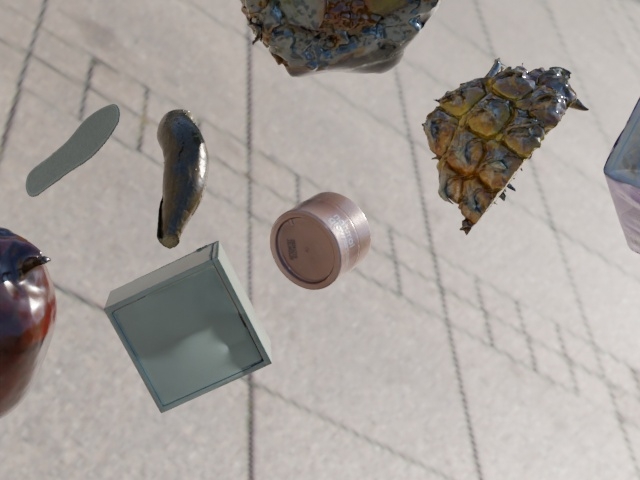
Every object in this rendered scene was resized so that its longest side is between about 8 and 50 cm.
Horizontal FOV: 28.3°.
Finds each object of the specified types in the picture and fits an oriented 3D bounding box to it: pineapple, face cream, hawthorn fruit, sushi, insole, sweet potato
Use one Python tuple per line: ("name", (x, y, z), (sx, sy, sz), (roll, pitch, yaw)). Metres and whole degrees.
("pineapple", (0.241, -0.174, 1.668), (0.158, 0.161, 0.334), (40, 48, 11))
("face cream", (0.000, 0.000, 2.209), (0.149, 0.149, 0.104), (45, 39, 10))
("hawthorn fruit", (-0.571, 0.128, 2.028), (0.308, 0.324, 0.308), (11, 21, -4))
("sushi", (0.041, -0.469, 2.259), (0.418, 0.417, 0.175), (20, 34, -36))
("insole", (-0.278, -0.100, 1.420), (0.002, 0.153, 0.053), (27, 36, -50))
("sweet potato", (-0.246, -0.116, 2.254), (0.085, 0.112, 0.285), (20, 54, -37))

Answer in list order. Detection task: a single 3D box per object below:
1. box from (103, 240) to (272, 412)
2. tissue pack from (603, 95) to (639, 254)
("box", (-0.238, 0.153, 2.305), (0.117, 0.225, 0.225), (-101, 166, -73))
("tissue pack", (0.565, -0.111, 1.941), (0.160, 0.242, 0.338), (27, -8, 27))
